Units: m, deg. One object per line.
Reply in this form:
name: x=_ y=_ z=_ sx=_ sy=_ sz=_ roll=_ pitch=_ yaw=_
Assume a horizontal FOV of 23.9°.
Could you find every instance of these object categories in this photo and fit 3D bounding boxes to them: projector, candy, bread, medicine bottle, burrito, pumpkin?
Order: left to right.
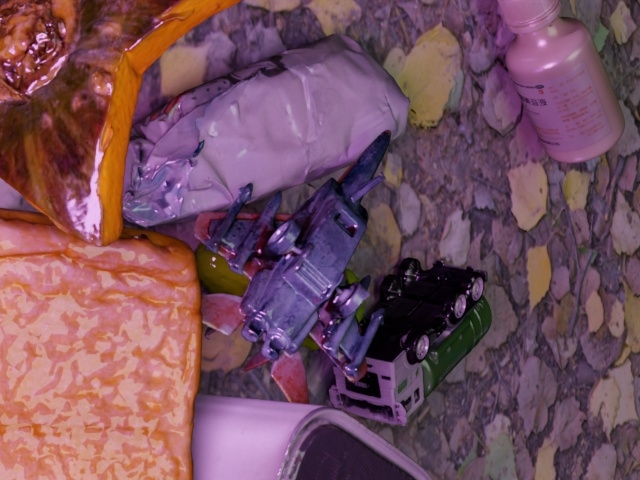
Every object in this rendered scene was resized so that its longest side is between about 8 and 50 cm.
bread: x=-0.257 y=0.138 z=1.188 sx=0.337 sy=0.148 sz=0.328 roll=5 pitch=83 yaw=-38
pumpkin: x=-0.213 y=-0.153 z=1.198 sx=0.258 sy=0.290 sz=0.095 roll=-59 pitch=143 yaw=-11
projector: x=-0.071 y=0.284 z=1.371 sx=0.248 sy=0.249 sz=0.248 roll=40 pitch=60 yaw=-44
burrito: x=-0.065 y=-0.106 z=1.481 sx=0.445 sy=0.101 sz=0.139 roll=-24 pitch=112 yaw=-48
candy: x=-0.047 y=0.045 z=1.519 sx=0.209 sy=0.097 sz=0.096 roll=23 pitch=73 yaw=-42
medicine bottle: x=0.296 y=-0.222 z=1.911 sx=0.114 sy=0.114 sz=0.252 roll=-56 pitch=131 yaw=-34

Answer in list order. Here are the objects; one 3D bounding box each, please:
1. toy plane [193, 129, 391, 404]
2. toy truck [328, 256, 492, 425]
toy plane: x=0.004 y=-0.002 z=1.441 sx=0.223 sy=0.104 sz=0.326 roll=43 pitch=60 yaw=-15
toy truck: x=0.108 y=0.111 z=1.709 sx=0.242 sy=0.101 sz=0.125 roll=-38 pitch=132 yaw=-46
